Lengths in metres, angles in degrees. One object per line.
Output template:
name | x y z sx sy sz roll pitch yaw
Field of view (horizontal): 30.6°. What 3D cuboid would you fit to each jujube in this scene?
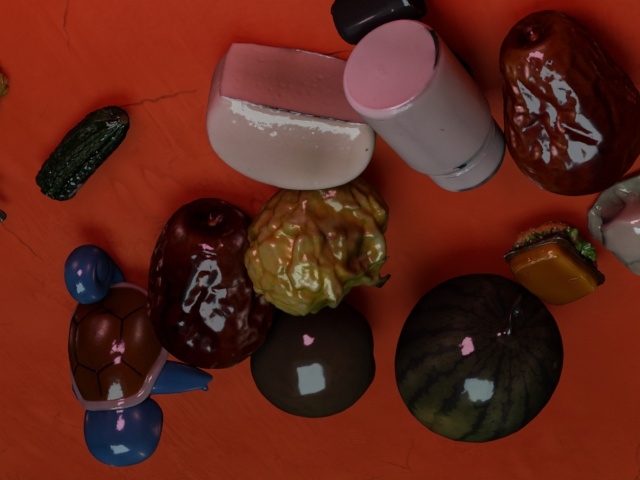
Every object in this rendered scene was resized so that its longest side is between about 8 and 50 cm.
jujube | -0.185 0.078 1.987 0.223 0.223 0.318 7 133 2
jujube | 0.327 -0.180 1.558 0.190 0.190 0.255 -14 132 28

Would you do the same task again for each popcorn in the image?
popcorn | 0.002 0.008 1.811 0.225 0.249 0.249 51 133 -5

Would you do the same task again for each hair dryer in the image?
hair dryer | 0.128 -0.268 1.580 0.114 0.071 0.248 -20 144 32

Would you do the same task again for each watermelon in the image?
watermelon | 0.268 0.197 1.985 0.278 0.279 0.359 13 156 -6

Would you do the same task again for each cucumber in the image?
cucumber | -0.372 -0.142 1.832 0.077 0.077 0.265 27 138 -24

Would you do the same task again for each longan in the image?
longan | -0.005 0.209 2.120 0.248 0.248 0.248 5 144 4

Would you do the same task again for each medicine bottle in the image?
medicine bottle | 0.146 -0.170 1.548 0.143 0.144 0.258 -13 151 27

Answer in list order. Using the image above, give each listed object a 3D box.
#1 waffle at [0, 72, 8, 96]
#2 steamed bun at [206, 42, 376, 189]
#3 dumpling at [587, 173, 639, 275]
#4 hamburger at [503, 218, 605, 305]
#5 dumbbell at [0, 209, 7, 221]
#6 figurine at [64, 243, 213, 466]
waffle | -0.560 -0.243 1.756 0.191 0.038 0.191 6 144 4
steamed bun | -0.042 -0.170 1.660 0.241 0.146 0.164 10 141 -3
dumpling | 0.484 -0.020 1.819 0.150 0.093 0.176 4 152 30
hamburger | 0.387 0.032 1.902 0.137 0.087 0.166 -21 136 33
dumbbell | -0.599 -0.102 1.913 0.110 0.110 0.254 -10 147 24
figurine | -0.356 0.193 2.136 0.297 0.243 0.417 -6 102 11
